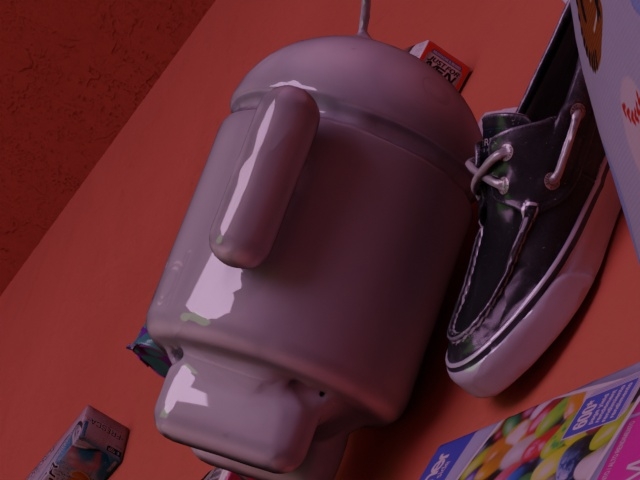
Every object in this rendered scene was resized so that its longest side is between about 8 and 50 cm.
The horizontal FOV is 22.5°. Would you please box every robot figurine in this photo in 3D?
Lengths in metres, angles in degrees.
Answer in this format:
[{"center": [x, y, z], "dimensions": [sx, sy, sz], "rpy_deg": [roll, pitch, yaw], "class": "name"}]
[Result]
[{"center": [0.000, 0.000, 1.175], "dimensions": [0.300, 0.199, 0.354], "rpy_deg": [58, -130, -66], "class": "robot figurine"}]

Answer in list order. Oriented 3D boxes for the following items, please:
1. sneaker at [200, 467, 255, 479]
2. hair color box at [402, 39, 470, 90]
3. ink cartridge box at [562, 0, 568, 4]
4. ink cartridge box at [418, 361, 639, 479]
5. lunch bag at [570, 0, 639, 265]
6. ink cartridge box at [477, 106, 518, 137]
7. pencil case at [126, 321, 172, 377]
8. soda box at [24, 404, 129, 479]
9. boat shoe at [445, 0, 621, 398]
[{"center": [-0.093, 0.244, 1.287], "dimensions": [0.075, 0.063, 0.170], "rpy_deg": [-30, 26, 57], "class": "sneaker"}, {"center": [0.063, -0.096, 1.476], "dimensions": [0.167, 0.053, 0.093], "rpy_deg": [-60, 15, -12], "class": "hair color box"}, {"center": [0.246, -0.244, 1.219], "dimensions": [0.181, 0.056, 0.225], "rpy_deg": [-52, 16, 21], "class": "ink cartridge box"}, {"center": [0.099, 0.163, 0.826], "dimensions": [0.186, 0.065, 0.311], "rpy_deg": [-54, 10, -35], "class": "ink cartridge box"}, {"center": [0.200, -0.036, 0.490], "dimensions": [0.328, 0.238, 0.385], "rpy_deg": [-92, -6, -50], "class": "lunch bag"}, {"center": [0.144, -0.069, 1.233], "dimensions": [0.063, 0.029, 0.115], "rpy_deg": [-61, 15, -8], "class": "ink cartridge box"}, {"center": [-0.154, 0.072, 1.772], "dimensions": [0.070, 0.064, 0.152], "rpy_deg": [2, 57, 43], "class": "pencil case"}, {"center": [-0.291, 0.272, 1.815], "dimensions": [0.183, 0.058, 0.063], "rpy_deg": [-49, 18, 28], "class": "soda box"}, {"center": [0.144, -0.045, 1.055], "dimensions": [0.301, 0.102, 0.108], "rpy_deg": [-60, 16, -10], "class": "boat shoe"}]
